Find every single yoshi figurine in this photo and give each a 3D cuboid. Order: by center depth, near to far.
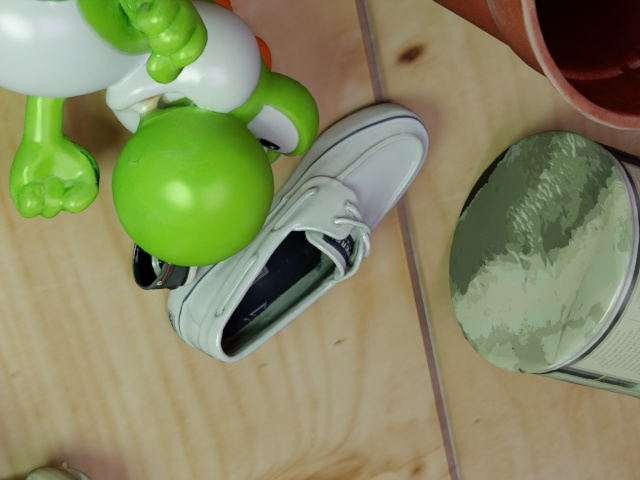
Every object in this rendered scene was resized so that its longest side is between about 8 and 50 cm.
[{"bbox_3d":[-0.147,-0.097,1.140,0.362,0.203,0.203,25,97,-36],"label":"yoshi figurine"}]

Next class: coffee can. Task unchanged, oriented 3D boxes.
[{"bbox_3d":[0.276,0.035,1.493,0.275,0.201,0.202,15,102,-38],"label":"coffee can"}]

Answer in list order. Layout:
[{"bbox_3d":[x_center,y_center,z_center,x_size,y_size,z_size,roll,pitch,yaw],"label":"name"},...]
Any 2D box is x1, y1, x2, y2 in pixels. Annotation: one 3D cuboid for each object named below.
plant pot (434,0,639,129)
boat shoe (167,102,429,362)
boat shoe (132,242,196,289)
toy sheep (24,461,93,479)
[{"bbox_3d":[0.168,-0.248,1.251,0.272,0.265,0.272,-15,119,-29],"label":"plant pot"},{"bbox_3d":[0.000,0.000,1.363,0.258,0.084,0.095,-46,128,-9],"label":"boat shoe"},{"bbox_3d":[-0.111,-0.024,1.299,0.042,0.049,0.133,-10,121,-40],"label":"boat shoe"},{"bbox_3d":[-0.200,0.220,1.328,0.091,0.091,0.132,-26,137,-23],"label":"toy sheep"}]
